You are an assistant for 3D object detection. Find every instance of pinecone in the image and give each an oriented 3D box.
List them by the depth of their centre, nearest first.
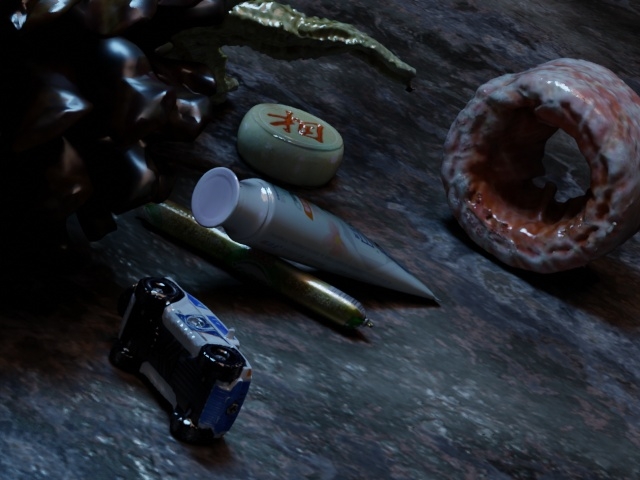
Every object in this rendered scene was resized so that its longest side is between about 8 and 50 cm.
[{"bbox_3d":[-0.267,-0.160,1.697,0.398,0.397,0.397,19,25,-9],"label":"pinecone"}]

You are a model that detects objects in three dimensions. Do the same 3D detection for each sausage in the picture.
[{"bbox_3d":[-0.066,0.021,1.895,0.269,0.033,0.033,28,25,12],"label":"sausage"}]

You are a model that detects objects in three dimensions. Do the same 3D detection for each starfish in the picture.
[{"bbox_3d":[-0.083,-0.218,2.026,0.324,0.082,0.432,-1,-13,24],"label":"starfish"}]

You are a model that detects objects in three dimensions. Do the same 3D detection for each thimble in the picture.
[{"bbox_3d":[0.262,-0.085,2.167,0.239,0.239,0.162,32,26,20],"label":"thimble"}]

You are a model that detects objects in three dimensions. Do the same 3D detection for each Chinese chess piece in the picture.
[{"bbox_3d":[-0.034,-0.108,2.165,0.122,0.051,0.122,18,25,-9],"label":"Chinese chess piece"}]

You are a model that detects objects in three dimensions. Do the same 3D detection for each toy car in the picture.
[{"bbox_3d":[-0.117,0.095,1.644,0.070,0.080,0.171,2,31,-42],"label":"toy car"}]

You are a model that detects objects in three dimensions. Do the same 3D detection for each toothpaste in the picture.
[{"bbox_3d":[0.000,0.000,1.910,0.323,0.066,0.100,22,14,-49],"label":"toothpaste"}]
